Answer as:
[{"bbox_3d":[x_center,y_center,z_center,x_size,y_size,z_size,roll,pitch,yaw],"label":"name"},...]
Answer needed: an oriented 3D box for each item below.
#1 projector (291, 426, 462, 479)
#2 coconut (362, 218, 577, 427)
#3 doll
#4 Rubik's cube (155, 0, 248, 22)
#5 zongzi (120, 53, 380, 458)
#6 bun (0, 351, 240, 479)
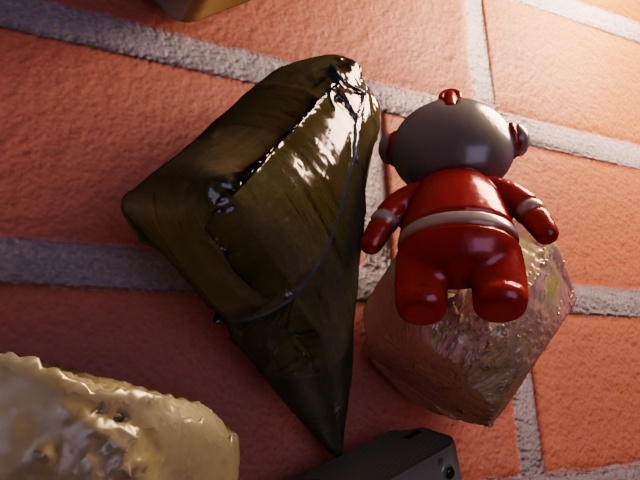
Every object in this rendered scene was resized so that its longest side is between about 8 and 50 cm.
[{"bbox_3d":[0.053,0.340,0.671,0.250,0.108,0.198,-15,95,-30],"label":"projector"},{"bbox_3d":[0.191,0.077,0.773,0.233,0.233,0.245,44,64,-11],"label":"coconut"},{"bbox_3d":[0.146,-0.059,0.696,0.200,0.105,0.336,-5,51,13],"label":"doll"},{"bbox_3d":[-0.096,-0.510,0.709,0.352,0.347,0.351,-37,95,-31],"label":"Rubik's cube"},{"bbox_3d":[0.000,0.000,0.750,0.393,0.174,0.356,59,43,-27],"label":"zongzi"},{"bbox_3d":[-0.246,0.178,0.451,0.364,0.364,0.202,21,71,-22],"label":"bun"}]
